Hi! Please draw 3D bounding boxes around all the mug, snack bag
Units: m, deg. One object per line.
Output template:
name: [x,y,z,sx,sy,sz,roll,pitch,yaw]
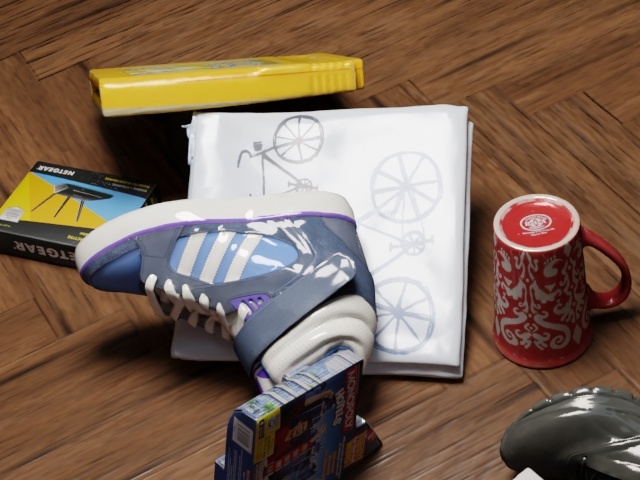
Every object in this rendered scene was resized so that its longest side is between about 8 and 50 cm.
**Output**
mug: [0.251,0.032,1.733,0.150,0.169,0.113,-33,47,-22]
snack bag: [0.000,0.000,1.817,0.342,0.037,0.323,0,70,10]

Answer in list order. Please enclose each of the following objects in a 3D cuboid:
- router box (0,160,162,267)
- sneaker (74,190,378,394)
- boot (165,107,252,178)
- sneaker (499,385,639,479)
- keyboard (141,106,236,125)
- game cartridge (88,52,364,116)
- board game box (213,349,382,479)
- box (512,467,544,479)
router box: [-0.307,-0.030,2.000,0.179,0.046,0.133,10,47,21]
sneaker: [-0.099,0.082,1.714,0.323,0.130,0.236,-9,64,1]
boot: [-0.080,-0.074,1.969,0.115,0.112,0.305,-8,43,-29]
sneaker: [0.318,0.222,1.570,0.286,0.109,0.130,-1,50,14]
keyboard: [-0.174,-0.178,2.139,0.100,0.038,0.192,-32,46,-21]
game cartridge: [-0.124,-0.202,2.010,0.323,0.053,0.285,-8,10,-10]
board game box: [-0.018,0.199,1.626,0.194,0.194,0.060,-27,48,-37]
box: [0.206,0.321,1.491,0.130,0.091,0.170,-32,47,-20]
